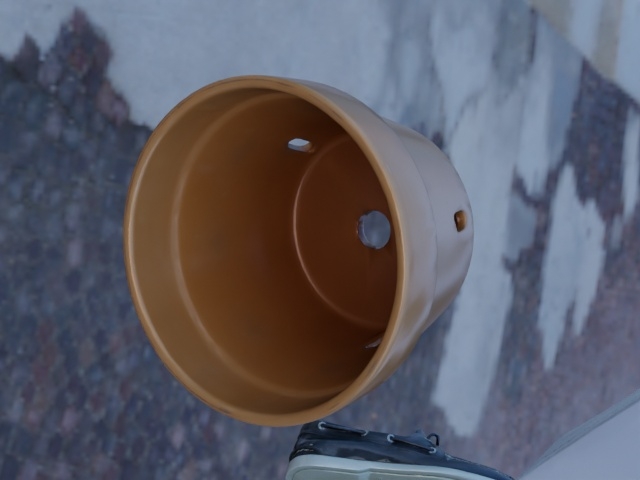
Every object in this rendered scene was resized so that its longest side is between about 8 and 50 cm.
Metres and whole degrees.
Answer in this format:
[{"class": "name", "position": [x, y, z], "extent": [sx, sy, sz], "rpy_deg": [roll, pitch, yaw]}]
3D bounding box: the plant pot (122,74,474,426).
[{"class": "plant pot", "position": [0.000, 0.000, 1.189], "extent": [0.203, 0.290, 0.291], "rpy_deg": [-11, 108, -56]}]

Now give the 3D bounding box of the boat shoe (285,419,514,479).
[{"class": "boat shoe", "position": [0.123, 0.318, 1.926], "extent": [0.127, 0.340, 0.113], "rpy_deg": [95, 1, -46]}]

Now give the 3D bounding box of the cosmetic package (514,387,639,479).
[{"class": "cosmetic package", "position": [0.592, 0.434, 2.361], "extent": [0.327, 0.329, 0.393], "rpy_deg": [56, 21, 10]}]
